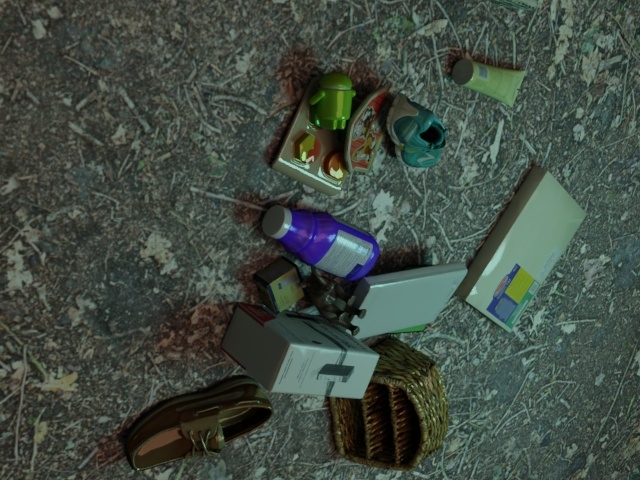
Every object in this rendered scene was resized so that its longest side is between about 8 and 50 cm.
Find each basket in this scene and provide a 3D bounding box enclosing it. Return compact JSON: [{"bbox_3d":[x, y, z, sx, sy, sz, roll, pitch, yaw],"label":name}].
[{"bbox_3d":[0.171,0.429,1.951,0.223,0.213,0.299,-24,124,-29],"label":"basket"}]

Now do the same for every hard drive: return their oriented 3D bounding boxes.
[{"bbox_3d":[0.188,0.146,1.889,0.308,0.040,0.203,-7,139,-36],"label":"hard drive"}]

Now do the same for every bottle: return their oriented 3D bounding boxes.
[{"bbox_3d":[0.000,0.000,1.681,0.283,0.092,0.118,22,109,-43],"label":"bottle"}]

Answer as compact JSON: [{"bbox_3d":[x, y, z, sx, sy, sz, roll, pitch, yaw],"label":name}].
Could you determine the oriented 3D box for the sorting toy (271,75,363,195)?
[{"bbox_3d":[0.015,-0.207,1.630,0.193,0.038,0.208,23,96,-43],"label":"sorting toy"}]

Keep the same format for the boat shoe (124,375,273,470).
[{"bbox_3d":[-0.244,0.387,1.660,0.324,0.120,0.122,-23,124,-29],"label":"boat shoe"}]

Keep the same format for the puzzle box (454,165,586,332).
[{"bbox_3d":[0.548,0.032,2.169,0.272,0.052,0.408,35,88,-44],"label":"puzzle box"}]

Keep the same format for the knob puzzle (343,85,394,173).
[{"bbox_3d":[0.104,-0.225,1.643,0.213,0.030,0.213,-49,154,-34],"label":"knob puzzle"}]

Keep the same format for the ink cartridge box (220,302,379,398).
[{"bbox_3d":[-0.040,0.238,1.697,0.273,0.197,0.114,16,101,-43],"label":"ink cartridge box"}]

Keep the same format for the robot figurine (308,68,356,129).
[{"bbox_3d":[0.028,-0.275,1.548,0.101,0.067,0.115,-11,112,-43],"label":"robot figurine"}]

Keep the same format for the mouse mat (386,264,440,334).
[{"bbox_3d":[0.237,0.149,2.008,0.153,0.007,0.189,2,111,-39],"label":"mouse mat"}]

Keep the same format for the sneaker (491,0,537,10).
[{"bbox_3d":[0.377,-0.597,1.696,0.293,0.102,0.146,5,104,-45],"label":"sneaker"}]

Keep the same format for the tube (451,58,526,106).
[{"bbox_3d":[0.398,-0.370,1.851,0.240,0.062,0.070,2,154,-44],"label":"tube"}]

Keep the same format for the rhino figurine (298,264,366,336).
[{"bbox_3d":[0.019,0.121,1.697,0.073,0.106,0.243,-52,150,-11],"label":"rhino figurine"}]

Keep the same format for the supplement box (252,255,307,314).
[{"bbox_3d":[-0.085,0.095,1.686,0.083,0.056,0.083,-33,128,-22],"label":"supplement box"}]

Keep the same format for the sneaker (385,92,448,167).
[{"bbox_3d":[0.219,-0.217,1.714,0.107,0.110,0.275,-64,156,-5],"label":"sneaker"}]
